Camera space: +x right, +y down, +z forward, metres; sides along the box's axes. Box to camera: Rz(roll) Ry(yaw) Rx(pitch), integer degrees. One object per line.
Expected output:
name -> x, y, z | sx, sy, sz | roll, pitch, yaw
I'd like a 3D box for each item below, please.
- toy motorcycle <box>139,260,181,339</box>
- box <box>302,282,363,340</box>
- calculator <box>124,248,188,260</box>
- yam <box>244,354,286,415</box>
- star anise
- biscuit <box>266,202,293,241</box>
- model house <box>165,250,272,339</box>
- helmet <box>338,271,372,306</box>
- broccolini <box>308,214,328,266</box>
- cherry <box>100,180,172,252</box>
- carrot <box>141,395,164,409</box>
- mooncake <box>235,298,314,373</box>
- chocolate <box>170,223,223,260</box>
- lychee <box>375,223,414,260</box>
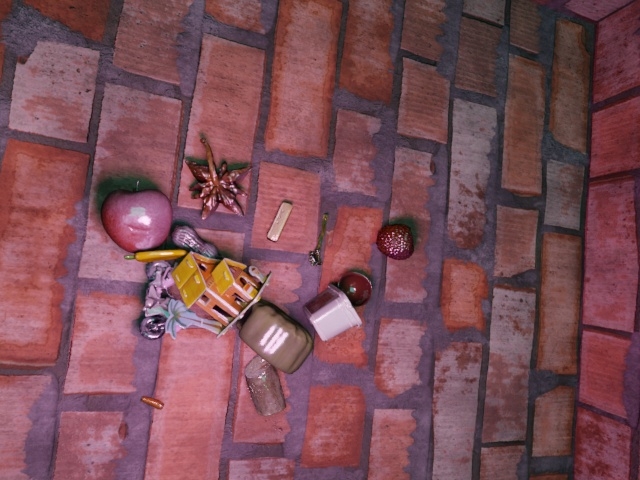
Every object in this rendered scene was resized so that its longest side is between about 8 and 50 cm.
toy motorcycle -> -0.624, 0.240, 1.639 | 0.188, 0.143, 0.326 | 5, 70, -18
box -> 0.039, 0.321, 1.765 | 0.183, 0.312, 0.175 | -31, 97, -9
calculator -> -0.649, 0.061, 1.595 | 0.235, 0.146, 0.032 | -6, 83, -15
yam -> -0.239, 0.632, 1.734 | 0.154, 0.154, 0.254 | -15, 94, -18
star anise -> -0.446, -0.252, 1.733 | 0.293, 0.109, 0.349 | 14, 82, -22
biscuit -> -0.187, -0.083, 1.838 | 0.056, 0.052, 0.188 | 24, 80, 1
model house -> -0.428, 0.197, 1.547 | 0.324, 0.340, 0.300 | 41, 120, -8
helmet -> 0.146, 0.231, 1.900 | 0.175, 0.106, 0.155 | 32, 73, -11
broccolini -> -0.007, 0.000, 1.908 | 0.058, 0.071, 0.254 | 5, 76, 24
cherry -> -0.720, -0.081, 1.583 | 0.261, 0.221, 0.307 | -2, 107, -12
carrot -> -0.687, 0.666, 1.651 | 0.093, 0.032, 0.032 | 27, 80, -9
mooncake -> -0.184, 0.387, 1.661 | 0.351, 0.351, 0.187 | 42, 78, -12
chocolate -> -0.522, 0.031, 1.694 | 0.248, 0.110, 0.110 | 41, 76, -8
lychee -> 0.361, 0.008, 1.950 | 0.188, 0.188, 0.188 | 1, 87, -18
